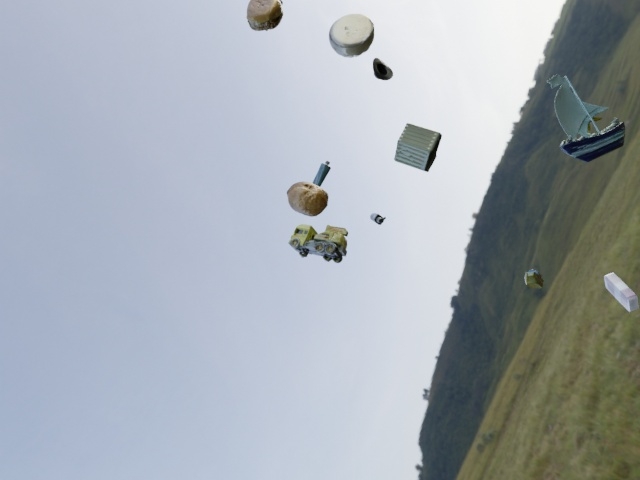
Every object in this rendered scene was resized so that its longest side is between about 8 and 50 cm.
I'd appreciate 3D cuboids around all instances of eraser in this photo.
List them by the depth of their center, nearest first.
[{"bbox_3d":[0.836,0.143,1.173,0.065,0.026,0.105,58,-167,-34],"label":"eraser"}]

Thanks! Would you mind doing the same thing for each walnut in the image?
[{"bbox_3d":[-0.053,-0.173,1.738,0.144,0.180,0.144,17,-90,-85],"label":"walnut"}]

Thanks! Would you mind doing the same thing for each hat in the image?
[{"bbox_3d":[0.266,-0.756,1.884,0.121,0.050,0.121,12,-116,-25],"label":"hat"}]

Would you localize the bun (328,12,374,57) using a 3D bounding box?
[{"bbox_3d":[0.097,-0.601,1.267,0.138,0.138,0.094,-63,-19,-12],"label":"bun"}]

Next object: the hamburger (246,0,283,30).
[{"bbox_3d":[-0.211,-0.868,1.604,0.083,0.138,0.147,75,-162,-64],"label":"hamburger"}]

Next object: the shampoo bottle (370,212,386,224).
[{"bbox_3d":[0.364,-0.139,2.664,0.063,0.057,0.207,-57,10,6],"label":"shampoo bottle"}]

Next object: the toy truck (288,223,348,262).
[{"bbox_3d":[0.000,0.000,1.951,0.124,0.272,0.157,50,-126,-55],"label":"toy truck"}]

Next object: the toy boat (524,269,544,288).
[{"bbox_3d":[0.890,0.161,1.750,0.172,0.065,0.066,27,-117,-46],"label":"toy boat"}]

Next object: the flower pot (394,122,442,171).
[{"bbox_3d":[0.517,-0.491,2.234,0.209,0.190,0.239,-51,-22,-41],"label":"flower pot"}]

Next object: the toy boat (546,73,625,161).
[{"bbox_3d":[0.787,-0.385,1.278,0.220,0.291,0.067,-24,-7,-6],"label":"toy boat"}]

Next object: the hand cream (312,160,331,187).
[{"bbox_3d":[-0.017,-0.251,1.870,0.048,0.083,0.224,26,-84,-28],"label":"hand cream"}]
